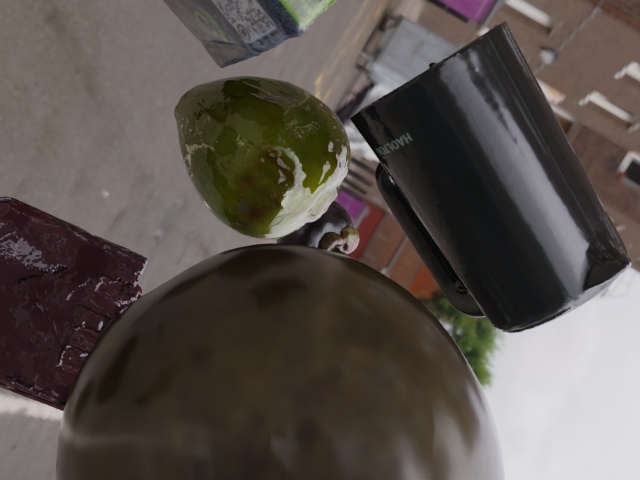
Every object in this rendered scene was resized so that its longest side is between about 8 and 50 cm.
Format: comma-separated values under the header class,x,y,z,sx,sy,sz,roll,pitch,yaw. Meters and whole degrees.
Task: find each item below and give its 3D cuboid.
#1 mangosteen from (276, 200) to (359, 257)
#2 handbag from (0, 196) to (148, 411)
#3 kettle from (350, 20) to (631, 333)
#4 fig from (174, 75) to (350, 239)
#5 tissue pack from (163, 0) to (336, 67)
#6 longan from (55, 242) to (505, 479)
class,x,y,z,sx,sy,sz,roll,pitch,yaw
mangosteen,0.000,0.000,1.603,0.137,0.151,0.137,-25,136,-26
handbag,-0.330,0.077,1.114,0.074,0.216,0.203,-32,-145,65
kettle,0.174,-0.052,1.099,0.262,0.308,0.203,-29,-174,29
fig,-0.079,-0.113,1.225,0.207,0.230,0.207,-43,-159,21
tissue pack,-0.162,-0.384,1.052,0.124,0.394,0.288,-46,-162,-15
longan,-0.024,0.162,0.653,0.319,0.319,0.319,-60,179,-1
